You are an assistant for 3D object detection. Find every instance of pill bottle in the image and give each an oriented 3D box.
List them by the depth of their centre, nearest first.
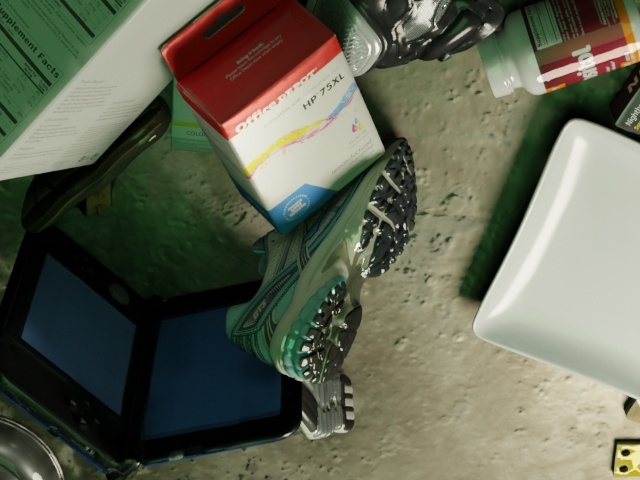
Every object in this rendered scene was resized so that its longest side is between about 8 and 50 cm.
[{"bbox_3d":[0.230,-0.190,1.469,0.152,0.086,0.086,-18,118,10],"label":"pill bottle"}]

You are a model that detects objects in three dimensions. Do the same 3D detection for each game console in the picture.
[{"bbox_3d":[-0.163,0.080,1.502,0.173,0.293,0.250,-41,112,19],"label":"game console"}]

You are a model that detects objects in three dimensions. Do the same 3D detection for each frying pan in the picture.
[{"bbox_3d":[-0.369,0.339,1.791,0.197,0.053,0.326,-19,115,11],"label":"frying pan"}]

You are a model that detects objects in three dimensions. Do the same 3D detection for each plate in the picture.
[{"bbox_3d":[0.332,0.030,1.597,0.277,0.045,0.278,21,119,-1],"label":"plate"}]

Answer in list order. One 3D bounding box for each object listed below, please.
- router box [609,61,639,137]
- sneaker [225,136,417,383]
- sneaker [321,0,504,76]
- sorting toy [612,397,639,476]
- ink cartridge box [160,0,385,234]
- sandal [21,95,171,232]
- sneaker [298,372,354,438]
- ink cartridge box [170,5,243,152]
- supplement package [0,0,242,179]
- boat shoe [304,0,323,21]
[{"bbox_3d":[0.387,-0.165,1.506,0.133,0.046,0.179,24,117,-13],"label":"router box"},{"bbox_3d":[0.000,0.000,1.499,0.122,0.283,0.110,15,147,26],"label":"sneaker"},{"bbox_3d":[0.099,-0.261,1.395,0.153,0.101,0.269,-3,140,-20],"label":"sneaker"},{"bbox_3d":[0.424,0.182,1.702,0.132,0.046,0.275,21,118,-11],"label":"sorting toy"},{"bbox_3d":[-0.039,-0.124,1.399,0.134,0.078,0.231,-40,145,-8],"label":"ink cartridge box"},{"bbox_3d":[-0.219,-0.067,1.528,0.219,0.090,0.060,-35,126,25],"label":"sandal"},{"bbox_3d":[-0.050,0.173,1.620,0.132,0.228,0.086,-6,75,14],"label":"sneaker"},{"bbox_3d":[-0.085,-0.188,1.483,0.108,0.062,0.209,5,119,-2],"label":"ink cartridge box"},{"bbox_3d":[-0.228,-0.216,1.353,0.262,0.199,0.198,-43,81,21],"label":"supplement package"},{"bbox_3d":[-0.004,-0.205,1.491,0.035,0.035,0.100,16,111,-6],"label":"boat shoe"}]
